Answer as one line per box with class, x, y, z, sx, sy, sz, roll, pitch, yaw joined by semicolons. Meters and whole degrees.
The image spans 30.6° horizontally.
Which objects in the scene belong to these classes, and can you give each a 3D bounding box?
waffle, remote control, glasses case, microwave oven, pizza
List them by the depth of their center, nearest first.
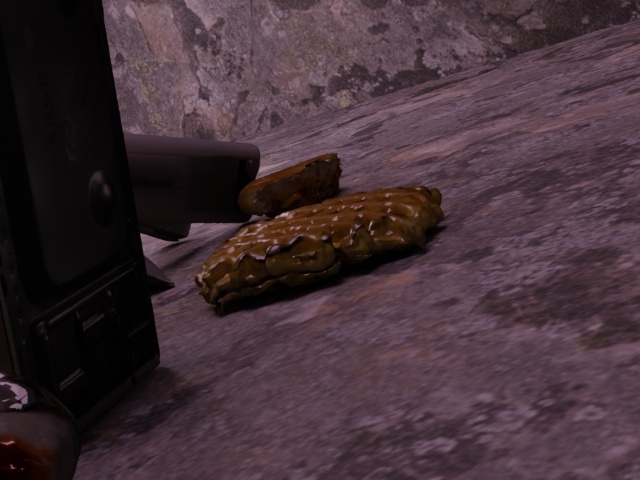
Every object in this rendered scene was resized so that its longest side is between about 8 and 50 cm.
microwave oven;-0.318;-0.058;0.871;0.333;0.394;0.247;-3;14;15
waffle;-0.001;-0.002;1.135;0.245;0.052;0.254;-16;9;11
remote control;-0.178;-0.072;1.453;0.055;0.109;0.313;13;8;37
pizza;-0.037;-0.065;1.519;0.127;0.058;0.246;-18;8;14
glasses case;-0.262;-0.041;1.554;0.071;0.047;0.205;11;-6;35

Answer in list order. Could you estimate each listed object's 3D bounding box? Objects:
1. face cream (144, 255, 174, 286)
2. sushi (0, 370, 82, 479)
face cream;-0.272;0.015;1.406;0.143;0.089;0.314;23;-7;-19
sushi;-0.229;0.136;0.597;0.332;0.124;0.130;-11;23;34
